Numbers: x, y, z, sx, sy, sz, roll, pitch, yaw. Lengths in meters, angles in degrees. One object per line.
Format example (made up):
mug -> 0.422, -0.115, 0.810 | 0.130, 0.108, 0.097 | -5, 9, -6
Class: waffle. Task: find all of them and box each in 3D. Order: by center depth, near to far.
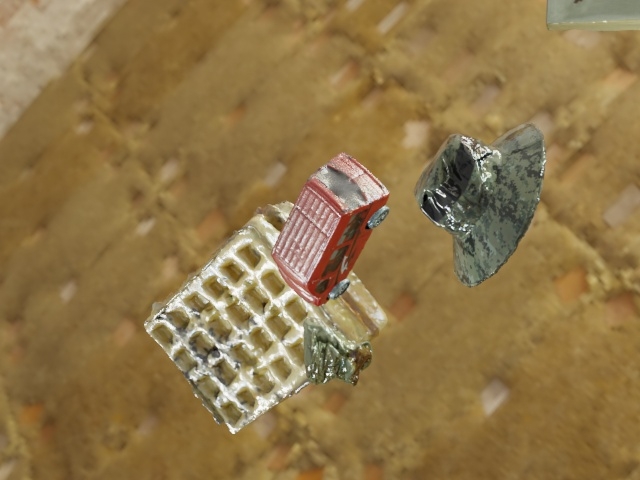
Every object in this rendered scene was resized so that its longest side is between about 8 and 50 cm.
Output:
waffle -> -0.099, 0.123, 2.347 | 0.376, 0.261, 0.114 | -38, -176, 47

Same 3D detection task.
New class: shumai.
shumai -> 0.020, 0.129, 1.773 | 0.080, 0.083, 0.082 | -4, -168, -2

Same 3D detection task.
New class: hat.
hat -> 0.205, -0.075, 2.141 | 0.265, 0.128, 0.265 | -57, -164, 25

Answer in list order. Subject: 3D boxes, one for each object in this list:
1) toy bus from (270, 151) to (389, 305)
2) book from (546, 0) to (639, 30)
toy bus -> 0.000, 0.000, 1.670 | 0.089, 0.081, 0.195 | -32, 158, -43
book -> 0.334, -0.360, 1.562 | 0.201, 0.026, 0.290 | 2, -94, 17
